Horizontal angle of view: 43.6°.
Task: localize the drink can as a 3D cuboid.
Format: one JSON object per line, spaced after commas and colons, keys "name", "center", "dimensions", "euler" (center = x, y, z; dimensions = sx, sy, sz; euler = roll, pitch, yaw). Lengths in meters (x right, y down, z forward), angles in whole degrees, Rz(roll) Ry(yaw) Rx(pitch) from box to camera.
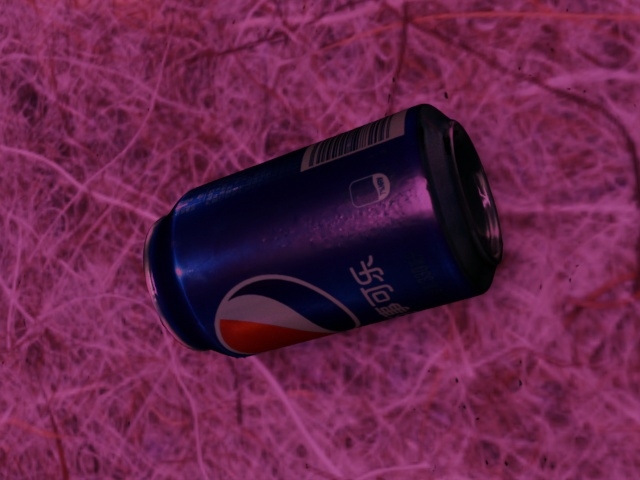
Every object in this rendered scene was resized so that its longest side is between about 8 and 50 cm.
{"name": "drink can", "center": [0.000, 0.000, 0.490], "dimensions": [0.205, 0.118, 0.118], "euler": [-17, 77, 23]}
